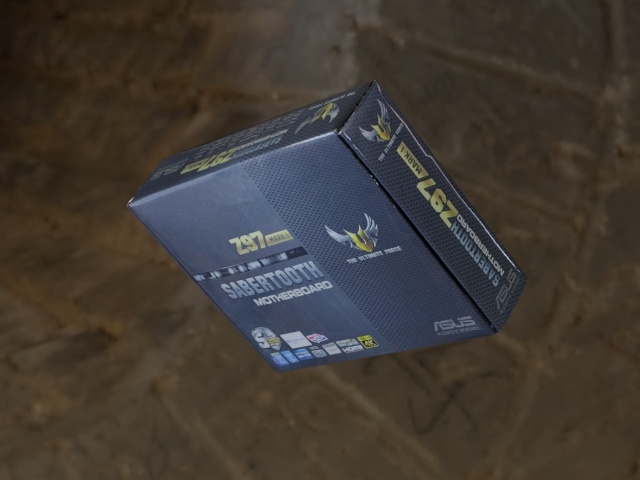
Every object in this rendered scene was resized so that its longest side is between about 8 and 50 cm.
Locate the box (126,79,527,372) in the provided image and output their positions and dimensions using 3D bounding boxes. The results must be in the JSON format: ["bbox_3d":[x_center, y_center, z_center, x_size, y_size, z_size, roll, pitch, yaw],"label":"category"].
[{"bbox_3d":[0.000,0.000,1.029,0.233,0.183,0.059,-15,-148,45],"label":"box"}]
